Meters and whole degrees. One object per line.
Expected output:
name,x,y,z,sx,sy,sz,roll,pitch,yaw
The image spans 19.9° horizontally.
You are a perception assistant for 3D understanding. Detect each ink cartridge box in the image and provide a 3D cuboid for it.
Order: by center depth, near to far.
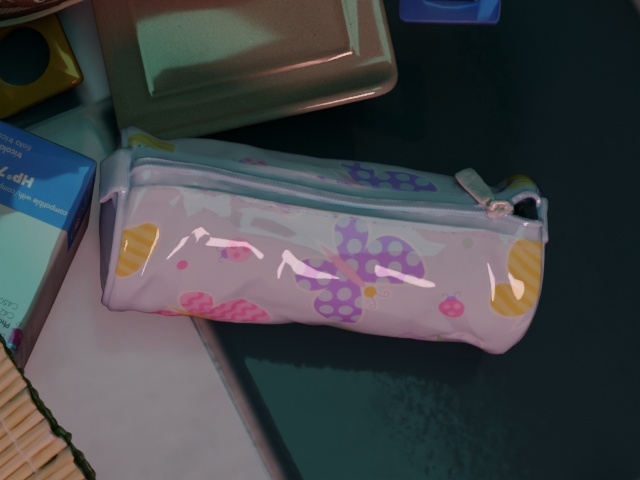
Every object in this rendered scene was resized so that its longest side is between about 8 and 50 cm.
ink cartridge box,-0.208,0.059,1.045,0.078,0.134,0.231,23,72,-3

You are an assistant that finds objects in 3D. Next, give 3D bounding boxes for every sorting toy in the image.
sorting toy,-0.056,-0.166,1.151,0.347,0.047,0.196,-12,84,7

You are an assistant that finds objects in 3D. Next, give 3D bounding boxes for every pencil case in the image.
pencil case,0.000,0.000,1.103,0.273,0.124,0.114,6,74,-7

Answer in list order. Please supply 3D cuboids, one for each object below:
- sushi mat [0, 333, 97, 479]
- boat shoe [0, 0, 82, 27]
sushi mat,-0.258,0.147,0.964,0.316,0.019,0.151,-37,84,26
boat shoe,-0.158,-0.187,1.095,0.257,0.095,0.095,-7,85,8
